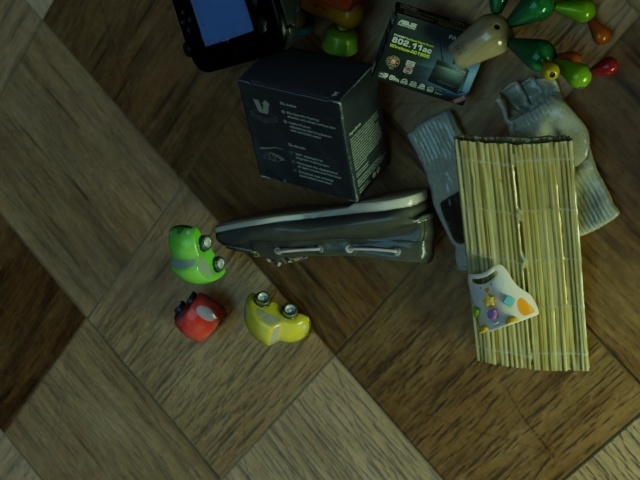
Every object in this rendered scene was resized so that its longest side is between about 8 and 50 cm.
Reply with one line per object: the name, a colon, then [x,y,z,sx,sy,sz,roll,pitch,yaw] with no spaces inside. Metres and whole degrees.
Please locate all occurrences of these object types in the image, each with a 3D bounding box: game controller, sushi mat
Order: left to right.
game controller: [-0.120,-0.307,1.866,0.319,0.067,0.166,0,117,65]
sushi mat: [0.246,0.019,1.791,0.151,0.019,0.317,4,118,25]

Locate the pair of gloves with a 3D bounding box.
pair of gloves: [0.229,-0.081,1.794,0.240,0.042,0.204,-20,94,37]

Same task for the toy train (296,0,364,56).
toy train: [0.036,-0.290,1.828,0.248,0.105,0.143,27,131,24]

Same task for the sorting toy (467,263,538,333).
sorting toy: [0.213,0.071,1.807,0.083,0.045,0.075,-23,85,35]

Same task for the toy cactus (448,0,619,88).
toy cactus: [0.228,-0.253,1.682,0.180,0.112,0.219,-31,88,26]

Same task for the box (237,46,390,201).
box: [-0.006,-0.151,1.875,0.156,0.093,0.158,16,137,30]

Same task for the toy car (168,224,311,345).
toy car: [-0.153,0.071,2.051,0.239,0.053,0.225,0,137,35]

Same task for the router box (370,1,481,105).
router box: [0.133,-0.225,1.775,0.122,0.038,0.092,15,121,-8]

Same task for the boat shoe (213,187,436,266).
boat shoe: [0.000,0.000,1.942,0.335,0.112,0.096,-7,97,33]
